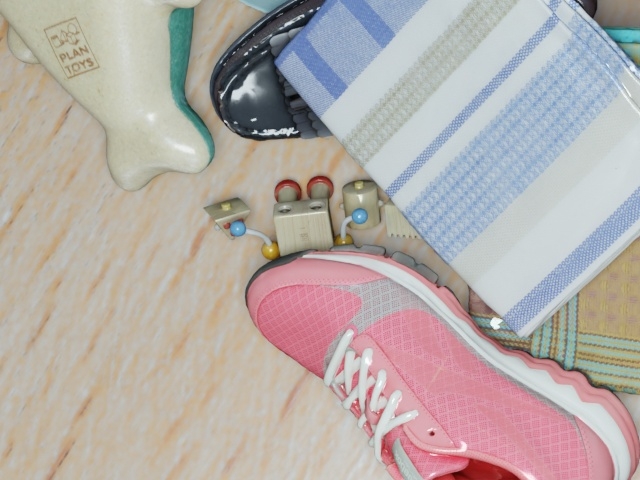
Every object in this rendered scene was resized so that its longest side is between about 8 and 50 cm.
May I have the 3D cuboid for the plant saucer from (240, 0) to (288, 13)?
[{"bbox_3d":[-0.010,-0.265,1.500,0.195,0.037,0.195,-1,81,7],"label":"plant saucer"}]

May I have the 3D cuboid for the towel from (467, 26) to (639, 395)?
[{"bbox_3d":[0.273,-0.012,1.322,0.370,0.040,0.271,6,105,26],"label":"towel"}]

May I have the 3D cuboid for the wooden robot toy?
[{"bbox_3d":[0.000,0.000,1.460,0.173,0.076,0.079,-5,117,6],"label":"wooden robot toy"}]

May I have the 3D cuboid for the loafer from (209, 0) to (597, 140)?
[{"bbox_3d":[0.061,-0.146,1.429,0.302,0.095,0.109,-19,112,3],"label":"loafer"}]

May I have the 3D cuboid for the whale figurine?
[{"bbox_3d":[-0.149,-0.179,1.466,0.216,0.141,0.272,-16,101,42],"label":"whale figurine"}]

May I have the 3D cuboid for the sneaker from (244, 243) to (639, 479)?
[{"bbox_3d":[0.073,0.113,1.368,0.314,0.116,0.136,28,44,10],"label":"sneaker"}]

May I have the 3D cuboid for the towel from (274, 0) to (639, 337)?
[{"bbox_3d":[0.119,-0.094,1.345,0.285,0.034,0.209,48,118,11],"label":"towel"}]
